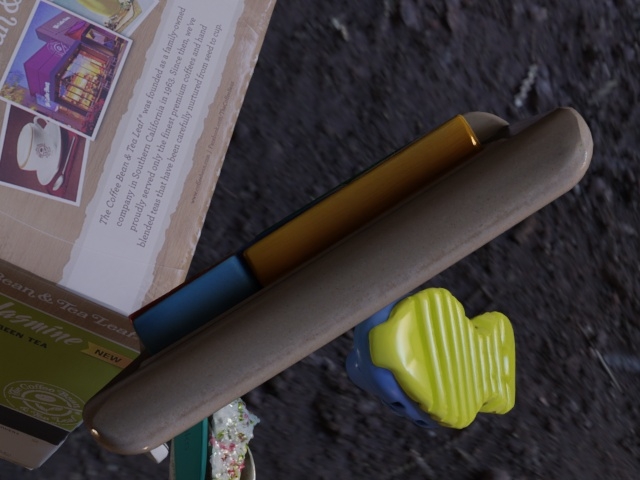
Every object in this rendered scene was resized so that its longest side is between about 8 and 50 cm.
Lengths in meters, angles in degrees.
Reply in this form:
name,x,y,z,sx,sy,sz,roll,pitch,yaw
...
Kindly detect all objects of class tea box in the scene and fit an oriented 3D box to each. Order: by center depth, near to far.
name,x,y,z,sx,sy,sz,roll,pitch,yaw
tea box,-0.226,-0.043,1.229,0.220,0.323,0.329,25,56,-14

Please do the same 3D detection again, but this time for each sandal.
name,x,y,z,sx,sy,sz,roll,pitch,yaw
sandal,0.085,0.117,1.422,0.138,0.317,0.126,-5,77,19

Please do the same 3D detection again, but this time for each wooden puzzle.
name,x,y,z,sx,sy,sz,roll,pitch,yaw
wooden puzzle,0.000,0.000,0.681,0.221,0.238,0.044,-32,96,1

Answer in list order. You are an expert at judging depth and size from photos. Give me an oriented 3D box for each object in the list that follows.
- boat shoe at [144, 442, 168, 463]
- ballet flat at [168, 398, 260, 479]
name,x,y,z,sx,sy,sz,roll,pitch,yaw
boat shoe,-0.242,0.170,1.875,0.070,0.078,0.219,-35,71,-14
ballet flat,-0.090,0.236,1.300,0.091,0.077,0.241,-18,56,45
